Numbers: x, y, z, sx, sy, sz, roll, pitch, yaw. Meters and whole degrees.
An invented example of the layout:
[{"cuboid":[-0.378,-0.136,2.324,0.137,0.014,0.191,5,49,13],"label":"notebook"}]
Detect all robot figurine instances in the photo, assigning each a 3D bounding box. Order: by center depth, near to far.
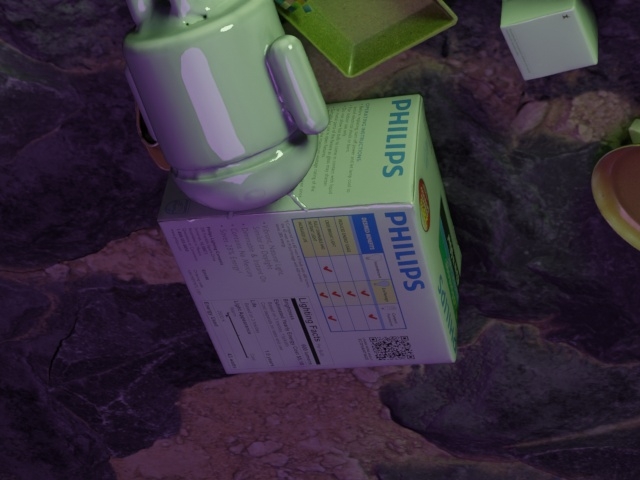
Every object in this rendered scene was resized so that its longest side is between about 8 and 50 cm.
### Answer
[{"cuboid":[-0.122,-0.186,1.858,0.300,0.200,0.353,3,121,42],"label":"robot figurine"}]

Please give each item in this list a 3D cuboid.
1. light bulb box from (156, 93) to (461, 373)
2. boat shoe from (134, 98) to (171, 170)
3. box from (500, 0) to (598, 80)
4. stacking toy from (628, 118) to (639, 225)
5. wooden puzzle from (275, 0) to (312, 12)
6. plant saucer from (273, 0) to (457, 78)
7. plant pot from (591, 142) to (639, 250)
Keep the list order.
[{"cuboid":[0.000,0.000,2.136,0.361,0.225,0.358,-4,137,14],"label":"light bulb box"},{"cuboid":[-0.239,-0.159,2.113,0.068,0.072,0.190,-1,139,12],"label":"boat shoe"},{"cuboid":[0.293,-0.275,1.868,0.102,0.087,0.101,-12,135,22],"label":"box"},{"cuboid":[0.590,-0.086,2.059,0.280,0.130,0.309,17,144,32],"label":"stacking toy"},{"cuboid":[-0.040,-0.318,1.872,0.083,0.006,0.049,33,134,-26],"label":"wooden puzzle"},{"cuboid":[0.052,-0.317,1.898,0.188,0.045,0.188,-25,129,34],"label":"plant saucer"},{"cuboid":[0.493,-0.053,2.047,0.236,0.032,0.236,28,149,18],"label":"plant pot"}]
